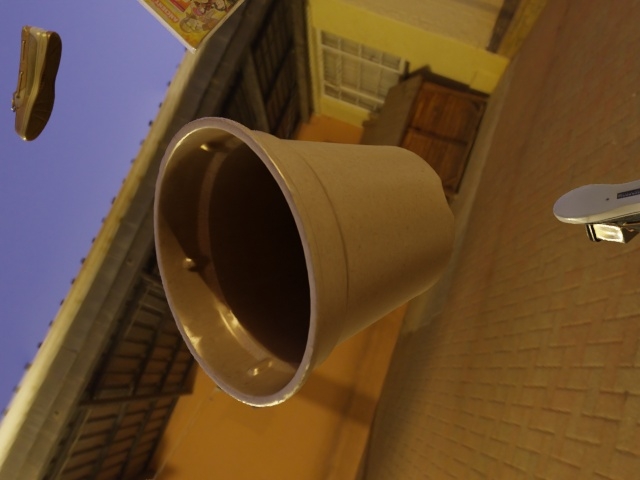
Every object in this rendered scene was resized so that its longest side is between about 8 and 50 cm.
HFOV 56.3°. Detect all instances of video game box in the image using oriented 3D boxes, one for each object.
[{"bbox_3d":[-0.177,-0.383,0.774,0.187,0.205,0.048,-48,13,-6],"label":"video game box"}]

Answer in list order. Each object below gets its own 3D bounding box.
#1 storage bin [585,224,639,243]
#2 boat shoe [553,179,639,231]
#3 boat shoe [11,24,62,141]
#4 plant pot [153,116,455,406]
[{"bbox_3d":[0.704,-0.045,1.396,0.135,0.098,0.091,-34,25,-14],"label":"storage bin"},{"bbox_3d":[0.439,-0.039,0.865,0.183,0.083,0.065,-10,47,44],"label":"boat shoe"},{"bbox_3d":[-0.396,-0.214,0.817,0.056,0.048,0.153,-76,1,-81],"label":"boat shoe"},{"bbox_3d":[0.000,0.000,0.779,0.305,0.334,0.334,-14,-46,-39],"label":"plant pot"}]
